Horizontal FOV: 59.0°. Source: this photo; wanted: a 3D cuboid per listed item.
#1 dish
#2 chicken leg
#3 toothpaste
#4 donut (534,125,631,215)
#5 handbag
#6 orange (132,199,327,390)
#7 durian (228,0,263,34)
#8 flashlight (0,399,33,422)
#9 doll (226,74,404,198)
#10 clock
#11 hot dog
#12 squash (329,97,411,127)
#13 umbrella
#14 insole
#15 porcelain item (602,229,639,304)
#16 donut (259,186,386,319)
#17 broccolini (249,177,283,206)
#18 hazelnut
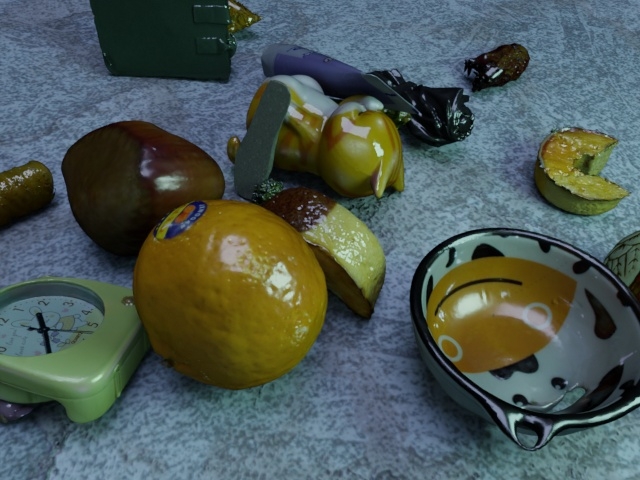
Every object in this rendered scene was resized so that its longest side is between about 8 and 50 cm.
[{"bbox_3d":[0.236,0.121,0.674,0.304,0.120,0.302,2,47,-2],"label":"dish"},{"bbox_3d":[0.386,-0.379,1.217,0.234,0.063,0.105,-33,62,-34],"label":"chicken leg"},{"bbox_3d":[0.014,-0.285,0.998,0.125,0.079,0.371,26,7,-41],"label":"toothpaste"},{"bbox_3d":[0.432,-0.116,0.962,0.146,0.078,0.181,10,52,4],"label":"donut"},{"bbox_3d":[-0.291,-0.435,1.063,0.260,0.247,0.079,2,40,-3],"label":"handbag"},{"bbox_3d":[-0.101,0.059,0.631,0.220,0.219,0.193,16,54,9],"label":"orange"},{"bbox_3d":[-0.305,-0.501,1.235,0.305,0.185,0.195,34,75,14],"label":"durian"},{"bbox_3d":[-0.362,0.184,0.609,0.111,0.031,0.052,-8,24,-9],"label":"flashlight"},{"bbox_3d":[0.006,-0.166,0.901,0.270,0.162,0.167,22,28,21],"label":"doll"},{"bbox_3d":[-0.321,0.108,0.638,0.232,0.069,0.170,11,31,4],"label":"clock"},{"bbox_3d":[-0.501,-0.026,0.766,0.289,0.083,0.068,-30,75,-30],"label":"hot dog"},{"bbox_3d":[0.083,-0.211,1.012,0.200,0.075,0.090,16,23,39],"label":"squash"},{"bbox_3d":[0.135,-0.269,1.062,0.118,0.118,0.340,-32,48,-32],"label":"umbrella"},{"bbox_3d":[-0.091,-0.149,0.857,0.063,0.191,0.010,31,27,12],"label":"insole"},{"bbox_3d":[0.482,0.057,0.691,0.253,0.252,0.252,3,46,-3],"label":"porcelain item"},{"bbox_3d":[0.001,0.002,0.734,0.217,0.141,0.085,35,68,8],"label":"donut"},{"bbox_3d":[-0.020,-0.019,0.824,0.067,0.058,0.216,-30,57,-34],"label":"broccolini"},{"bbox_3d":[-0.241,-0.066,0.774,0.210,0.210,0.186,17,71,10],"label":"hazelnut"}]
